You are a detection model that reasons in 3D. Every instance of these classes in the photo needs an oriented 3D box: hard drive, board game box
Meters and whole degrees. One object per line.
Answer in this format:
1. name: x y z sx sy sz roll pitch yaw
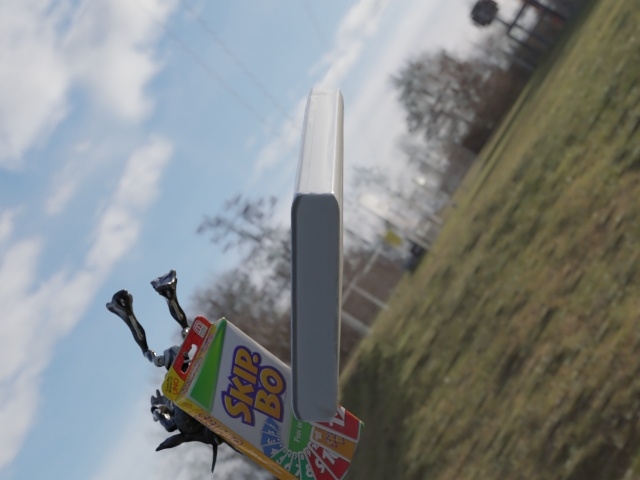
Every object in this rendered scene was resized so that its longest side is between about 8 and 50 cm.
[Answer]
1. hard drive: 0.000 0.000 1.378 0.353 0.047 0.233 -87 -3 -68
2. board game box: -0.066 0.204 1.599 0.039 0.259 0.124 -35 24 47

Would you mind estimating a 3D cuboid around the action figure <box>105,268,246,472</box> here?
1. action figure: -0.179 0.181 1.807 0.164 0.276 0.141 -28 -10 3
